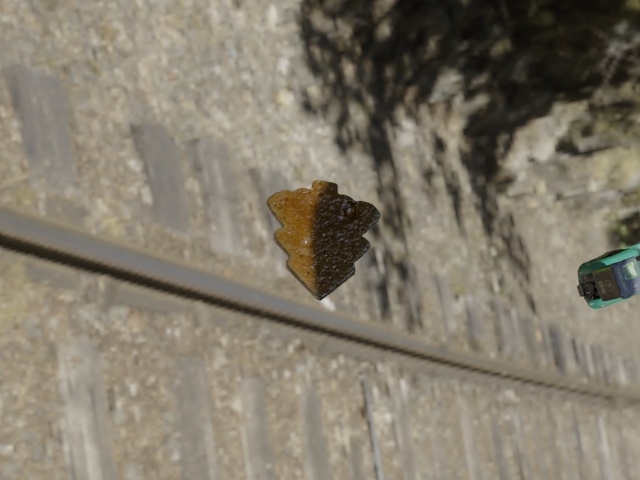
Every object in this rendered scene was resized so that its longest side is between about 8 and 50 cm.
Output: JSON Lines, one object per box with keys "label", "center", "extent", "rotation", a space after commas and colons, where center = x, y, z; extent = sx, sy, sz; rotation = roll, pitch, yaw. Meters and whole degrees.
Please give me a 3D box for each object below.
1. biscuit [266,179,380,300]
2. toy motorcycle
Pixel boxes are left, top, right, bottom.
{"label": "biscuit", "center": [0.000, 0.000, 1.323], "extent": [0.019, 0.119, 0.130], "rotation": [116, -19, -65]}
{"label": "toy motorcycle", "center": [0.360, 0.031, 1.455], "extent": [0.173, 0.100, 0.058], "rotation": [-17, 88, -33]}
